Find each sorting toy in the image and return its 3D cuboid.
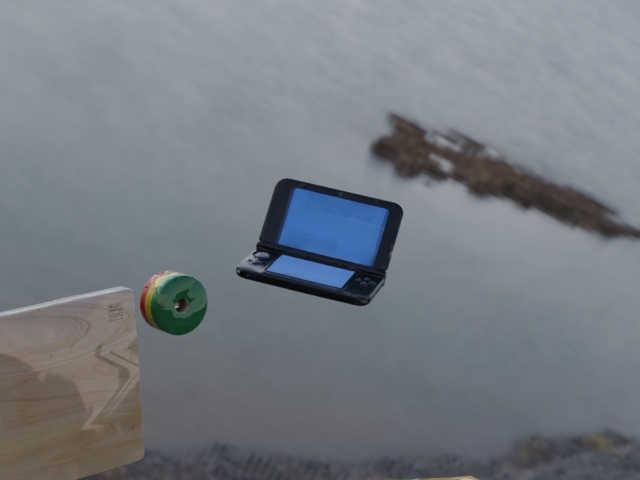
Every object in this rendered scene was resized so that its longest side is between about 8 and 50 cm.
[{"bbox_3d":[-0.204,0.107,1.045,0.275,0.132,0.046,-13,17,-36],"label":"sorting toy"}]

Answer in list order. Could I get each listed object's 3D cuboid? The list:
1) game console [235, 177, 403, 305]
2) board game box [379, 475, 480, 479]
[{"bbox_3d":[0.000,0.000,1.303,0.122,0.071,0.107,13,18,12],"label":"game console"},{"bbox_3d":[0.038,0.384,1.367,0.242,0.316,0.064,0,5,-19],"label":"board game box"}]
